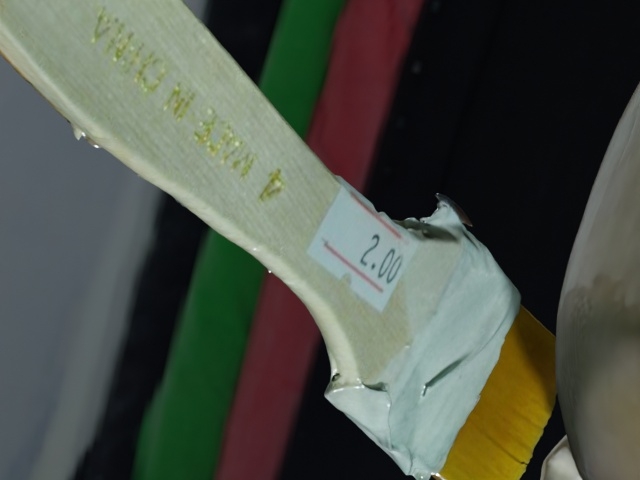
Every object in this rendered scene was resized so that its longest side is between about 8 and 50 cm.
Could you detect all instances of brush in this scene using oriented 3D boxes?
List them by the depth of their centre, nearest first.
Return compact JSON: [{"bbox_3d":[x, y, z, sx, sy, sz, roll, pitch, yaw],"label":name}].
[{"bbox_3d":[0.000,0.000,0.567,0.020,0.336,0.085,20,-104,38],"label":"brush"}]

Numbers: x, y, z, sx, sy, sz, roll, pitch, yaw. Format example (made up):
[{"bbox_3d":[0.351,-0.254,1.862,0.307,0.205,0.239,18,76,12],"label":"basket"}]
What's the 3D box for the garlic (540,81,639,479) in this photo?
[{"bbox_3d":[0.203,0.029,0.574,0.340,0.231,0.246,128,-22,-61],"label":"garlic"}]
